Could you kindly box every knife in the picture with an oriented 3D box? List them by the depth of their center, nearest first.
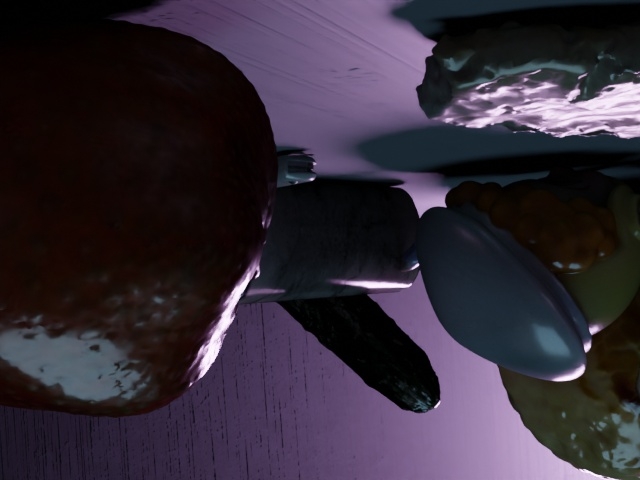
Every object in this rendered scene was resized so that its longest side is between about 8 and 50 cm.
[{"bbox_3d":[-0.048,-0.050,1.068,0.044,0.023,0.162,6,174,-29],"label":"knife"}]

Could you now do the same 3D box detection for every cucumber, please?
[{"bbox_3d":[0.010,0.067,1.369,0.072,0.303,0.081,-40,152,-20],"label":"cucumber"}]

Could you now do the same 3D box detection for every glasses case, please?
[{"bbox_3d":[0.000,0.000,1.270,0.060,0.114,0.299,-8,175,33],"label":"glasses case"}]

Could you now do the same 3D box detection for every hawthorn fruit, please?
[{"bbox_3d":[-0.113,-0.017,0.494,0.194,0.157,0.157,18,166,-29],"label":"hawthorn fruit"}]

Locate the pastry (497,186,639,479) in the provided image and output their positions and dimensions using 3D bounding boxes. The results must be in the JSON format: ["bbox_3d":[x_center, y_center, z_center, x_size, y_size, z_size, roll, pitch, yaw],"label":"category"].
[{"bbox_3d":[0.409,0.109,1.650,0.388,0.389,0.312,-3,167,-21],"label":"pastry"}]

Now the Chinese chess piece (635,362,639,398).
[{"bbox_3d":[0.464,0.075,1.337,0.140,0.338,0.338,35,-160,31],"label":"Chinese chess piece"}]

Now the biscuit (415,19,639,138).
[{"bbox_3d":[0.162,-0.077,0.650,0.141,0.038,0.289,-7,176,37],"label":"biscuit"}]

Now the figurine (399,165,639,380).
[{"bbox_3d":[0.283,0.018,1.288,0.381,0.205,0.224,-12,-174,-18],"label":"figurine"}]
